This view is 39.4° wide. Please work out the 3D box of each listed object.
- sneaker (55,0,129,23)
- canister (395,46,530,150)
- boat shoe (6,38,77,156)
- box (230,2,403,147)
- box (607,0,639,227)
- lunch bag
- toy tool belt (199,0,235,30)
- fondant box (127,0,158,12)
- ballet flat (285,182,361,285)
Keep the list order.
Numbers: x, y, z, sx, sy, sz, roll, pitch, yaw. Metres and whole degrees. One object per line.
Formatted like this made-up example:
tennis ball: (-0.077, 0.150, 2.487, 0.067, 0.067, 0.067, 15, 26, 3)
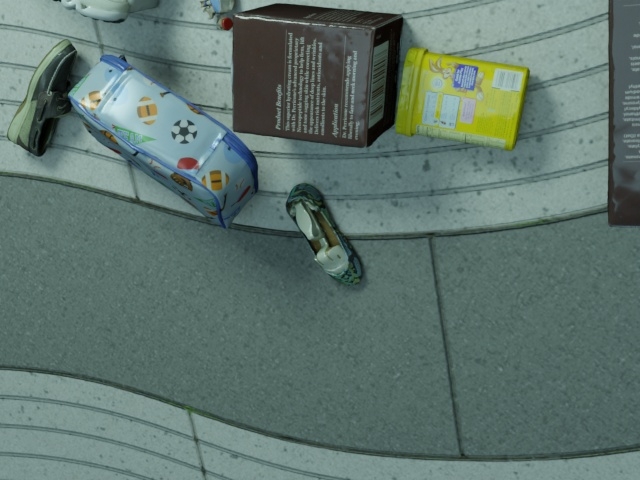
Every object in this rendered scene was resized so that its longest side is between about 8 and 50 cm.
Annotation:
sneaker: (-0.376, -0.428, 1.269, 0.292, 0.110, 0.118, 44, 109, -1)
canister: (0.201, -0.199, 1.272, 0.170, 0.073, 0.126, 12, 113, 13)
boat shoe: (-0.445, -0.232, 1.484, 0.073, 0.080, 0.223, 38, 122, -3)
box: (-0.003, -0.240, 1.273, 0.203, 0.167, 0.168, 10, 113, 16)
box: (0.431, -0.222, 1.120, 0.143, 0.191, 0.381, -1, 108, 19)
lunch bag: (-0.236, -0.149, 1.365, 0.303, 0.243, 0.115, 36, 80, 5)
toy tool belt: (-0.157, -0.360, 1.355, 0.051, 0.052, 0.083, 13, 114, 48)
fondant box: (-0.372, -0.520, 1.339, 0.330, 0.096, 0.238, 27, 116, 7)
ballet flat: (0.000, 0.000, 1.419, 0.070, 0.070, 0.188, -29, 98, 26)
